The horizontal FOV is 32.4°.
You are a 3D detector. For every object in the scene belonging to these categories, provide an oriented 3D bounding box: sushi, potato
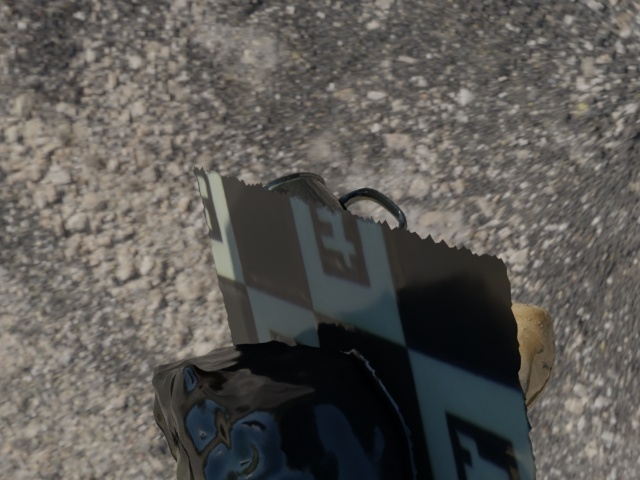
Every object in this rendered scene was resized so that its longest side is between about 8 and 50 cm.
[{"bbox_3d":[-0.016,0.170,0.495,0.100,0.296,0.373,-17,105,-23],"label":"sushi"},{"bbox_3d":[0.150,0.116,1.008,0.147,0.112,0.112,-29,88,29],"label":"potato"}]

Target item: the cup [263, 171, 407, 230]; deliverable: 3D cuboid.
[{"bbox_3d":[0.000,0.000,1.461,0.223,0.169,0.176,-29,61,-9],"label":"cup"}]
